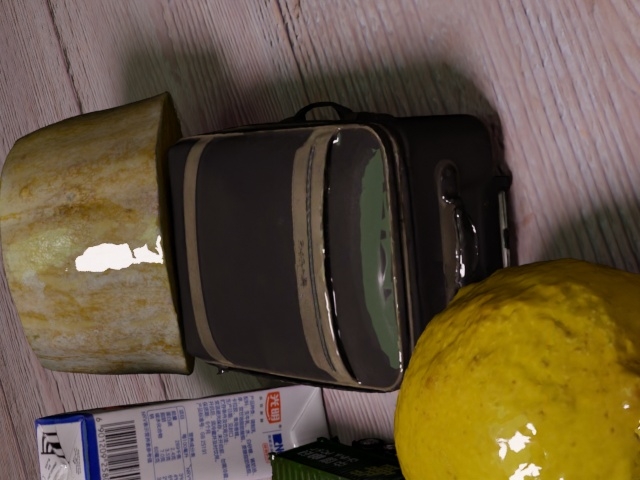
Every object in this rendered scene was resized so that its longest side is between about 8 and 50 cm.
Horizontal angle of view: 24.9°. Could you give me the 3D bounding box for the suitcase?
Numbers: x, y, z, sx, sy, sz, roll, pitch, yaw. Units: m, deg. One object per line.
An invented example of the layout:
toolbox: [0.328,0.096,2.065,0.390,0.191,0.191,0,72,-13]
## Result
suitcase: [0.000,0.000,1.489,0.434,0.194,0.283,2,99,51]

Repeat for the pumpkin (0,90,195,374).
pumpkin: [-0.251,-0.005,1.683,0.332,0.199,0.332,179,90,-90]

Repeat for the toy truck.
toy truck: [0.069,0.267,1.513,0.259,0.121,0.088,5,103,52]

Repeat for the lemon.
lemon: [0.196,0.148,1.206,0.322,0.268,0.268,166,94,-67]

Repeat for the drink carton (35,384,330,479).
drink carton: [-0.150,0.227,1.631,0.130,0.315,0.106,-11,85,54]
